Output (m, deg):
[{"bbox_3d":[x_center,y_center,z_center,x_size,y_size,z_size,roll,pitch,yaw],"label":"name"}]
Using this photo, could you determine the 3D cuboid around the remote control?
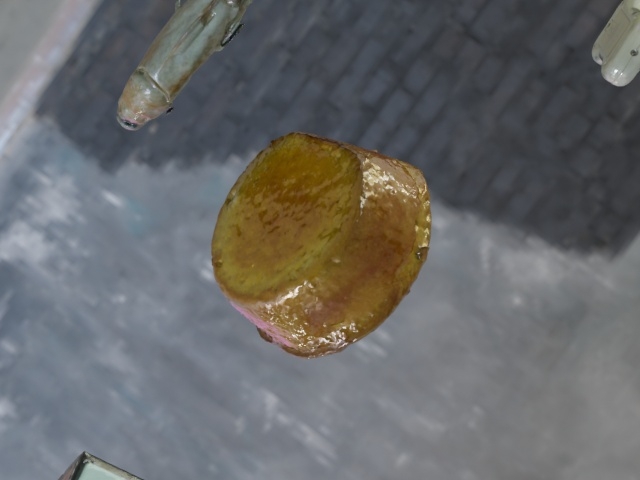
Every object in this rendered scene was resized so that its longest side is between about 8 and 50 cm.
[{"bbox_3d":[0.286,-0.186,1.532,0.074,0.032,0.122,-57,-174,18],"label":"remote control"}]

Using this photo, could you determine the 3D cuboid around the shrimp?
[{"bbox_3d":[-0.151,-0.278,2.115,0.360,0.085,0.247,-47,-171,36],"label":"shrimp"}]

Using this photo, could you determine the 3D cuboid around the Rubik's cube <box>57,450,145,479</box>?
[{"bbox_3d":[-0.214,0.338,1.629,0.180,0.167,0.183,-46,-159,62],"label":"Rubik's cube"}]

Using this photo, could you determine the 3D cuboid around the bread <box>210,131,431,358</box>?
[{"bbox_3d":[-0.004,0.000,2.106,0.312,0.172,0.312,-28,-135,32],"label":"bread"}]
